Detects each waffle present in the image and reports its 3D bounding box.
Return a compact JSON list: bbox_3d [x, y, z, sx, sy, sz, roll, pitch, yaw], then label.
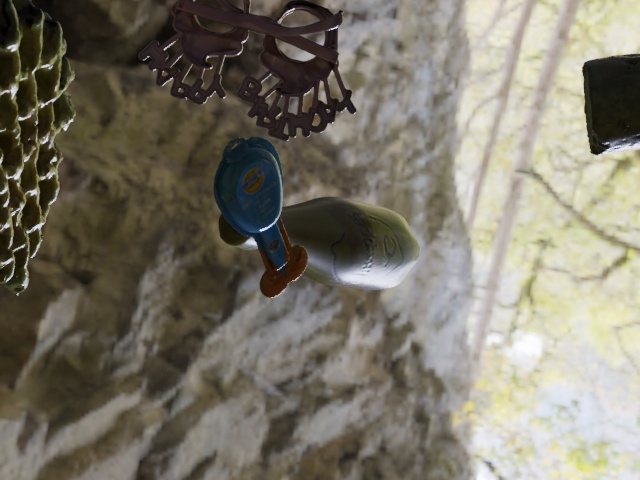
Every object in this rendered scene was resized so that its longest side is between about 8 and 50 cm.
[{"bbox_3d":[-0.238,-0.076,0.892,0.054,0.204,0.223,12,168,7],"label":"waffle"}]

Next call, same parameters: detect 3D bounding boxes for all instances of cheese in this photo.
[{"bbox_3d":[-0.033,-0.014,0.687,0.017,0.047,0.111,30,149,44],"label":"cheese"}]

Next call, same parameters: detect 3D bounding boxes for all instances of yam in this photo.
[{"bbox_3d":[0.374,-0.151,1.267,0.194,0.107,0.107,-7,172,11],"label":"yam"}]

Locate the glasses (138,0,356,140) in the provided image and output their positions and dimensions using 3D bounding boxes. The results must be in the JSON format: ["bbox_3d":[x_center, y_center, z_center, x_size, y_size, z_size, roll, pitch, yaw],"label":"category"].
[{"bbox_3d":[-0.069,-0.207,1.364,0.255,0.162,0.095,18,-175,-8],"label":"glasses"}]

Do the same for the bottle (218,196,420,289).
[{"bbox_3d":[0.000,0.000,1.092,0.083,0.083,0.269,8,-179,32],"label":"bottle"}]
